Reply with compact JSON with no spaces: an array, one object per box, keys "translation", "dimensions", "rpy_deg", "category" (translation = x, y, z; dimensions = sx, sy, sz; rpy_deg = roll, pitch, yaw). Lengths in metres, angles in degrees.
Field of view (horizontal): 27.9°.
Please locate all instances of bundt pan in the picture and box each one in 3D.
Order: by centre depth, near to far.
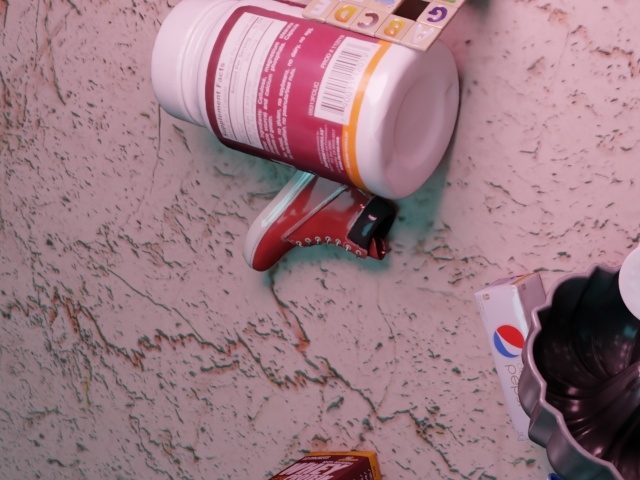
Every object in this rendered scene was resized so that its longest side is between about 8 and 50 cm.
[{"translation":[0.382,0.192,1.553],"dimensions":[0.331,0.331,0.124],"rpy_deg":[45,143,17],"category":"bundt pan"}]

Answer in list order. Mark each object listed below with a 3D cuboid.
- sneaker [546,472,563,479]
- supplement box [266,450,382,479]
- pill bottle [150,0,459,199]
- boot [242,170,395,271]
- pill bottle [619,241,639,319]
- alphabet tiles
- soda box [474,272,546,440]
[{"translation":[0.369,0.344,1.756],"dimensions":[0.144,0.053,0.059],"rpy_deg":[-11,94,36],"category":"sneaker"},{"translation":[0.002,0.444,1.958],"dimensions":[0.129,0.194,0.191],"rpy_deg":[-8,98,37],"category":"supplement box"},{"translation":[-0.028,-0.211,1.776],"dimensions":[0.392,0.224,0.224],"rpy_deg":[20,114,30],"category":"pill bottle"},{"translation":[0.000,0.000,1.906],"dimensions":[0.176,0.088,0.244],"rpy_deg":[48,121,13],"category":"boot"},{"translation":[0.440,0.026,1.508],"dimensions":[0.121,0.221,0.121],"rpy_deg":[11,109,33],"category":"pill bottle"},{"translation":[0.091,-0.344,1.691],"dimensions":[0.237,0.198,0.009],"rpy_deg":[22,153,31],"category":"alphabet tiles"},{"translation":[0.282,0.158,1.751],"dimensions":[0.069,0.074,0.216],"rpy_deg":[-15,94,38],"category":"soda box"}]
